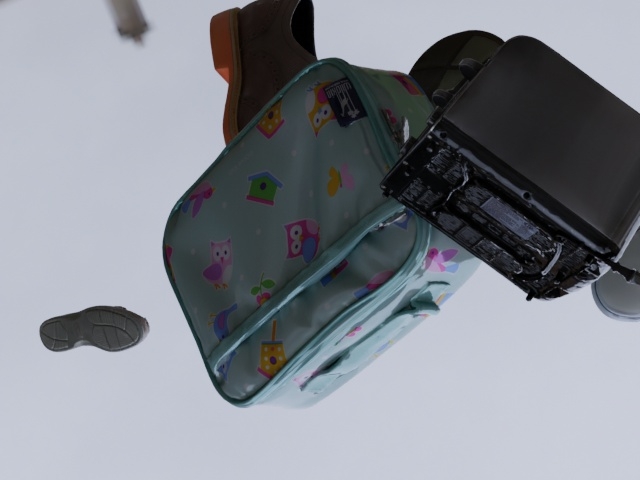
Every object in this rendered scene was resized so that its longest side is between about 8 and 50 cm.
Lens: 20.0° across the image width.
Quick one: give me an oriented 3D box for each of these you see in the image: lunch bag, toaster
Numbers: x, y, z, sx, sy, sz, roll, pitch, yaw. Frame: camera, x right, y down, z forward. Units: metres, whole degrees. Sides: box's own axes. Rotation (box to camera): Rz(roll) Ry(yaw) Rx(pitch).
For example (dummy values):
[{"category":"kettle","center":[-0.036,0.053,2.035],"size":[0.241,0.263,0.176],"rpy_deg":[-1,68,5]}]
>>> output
[{"category":"lunch bag","center":[0.000,0.000,1.489],"size":[0.279,0.107,0.224],"rpy_deg":[-43,-126,32]},{"category":"toaster","center":[0.152,-0.044,1.299],"size":[0.110,0.185,0.168],"rpy_deg":[-55,-179,-17]}]

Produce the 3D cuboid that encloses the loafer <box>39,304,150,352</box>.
[{"category":"loafer","center":[-0.205,0.079,1.692],"size":[0.125,0.045,0.039],"rpy_deg":[-6,-169,34]}]

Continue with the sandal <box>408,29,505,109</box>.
[{"category":"sandal","center":[0.107,-0.092,1.678],"size":[0.090,0.219,0.060],"rpy_deg":[20,-173,6]}]

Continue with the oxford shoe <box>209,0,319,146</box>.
[{"category":"oxford shoe","center":[-0.035,-0.143,2.108],"size":[0.132,0.130,0.364],"rpy_deg":[-22,-120,15]}]

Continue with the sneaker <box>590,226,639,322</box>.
[{"category":"sneaker","center":[0.359,-0.002,1.617],"size":[0.258,0.094,0.091],"rpy_deg":[-25,169,10]}]
